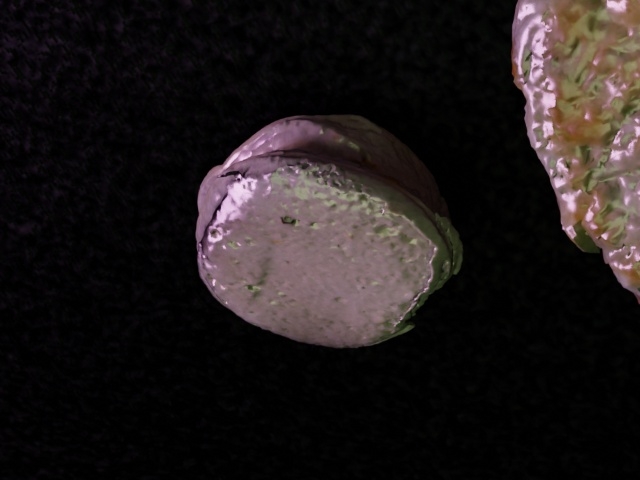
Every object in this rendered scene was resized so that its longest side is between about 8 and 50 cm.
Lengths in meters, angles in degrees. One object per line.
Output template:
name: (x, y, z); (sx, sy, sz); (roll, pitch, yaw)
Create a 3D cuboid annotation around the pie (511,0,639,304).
pie: (0.212, -0.073, 0.677); (0.274, 0.105, 0.257); (-21, 111, 31)

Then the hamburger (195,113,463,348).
hamburger: (0.000, 0.000, 0.835); (0.133, 0.062, 0.140); (36, 129, -15)
